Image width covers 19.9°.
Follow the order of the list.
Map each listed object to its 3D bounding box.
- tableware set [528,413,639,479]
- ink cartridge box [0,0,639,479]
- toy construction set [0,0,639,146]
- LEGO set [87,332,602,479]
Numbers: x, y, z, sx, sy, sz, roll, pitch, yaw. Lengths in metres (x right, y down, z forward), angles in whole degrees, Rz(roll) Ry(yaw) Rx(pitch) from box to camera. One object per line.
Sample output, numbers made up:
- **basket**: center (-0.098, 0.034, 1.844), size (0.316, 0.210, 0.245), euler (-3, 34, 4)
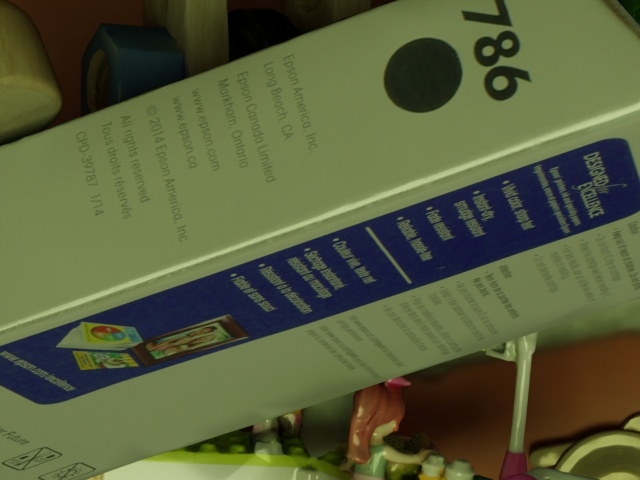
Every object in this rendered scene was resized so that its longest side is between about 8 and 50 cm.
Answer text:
- **tableware set**: center (0.174, 0.123, 0.745), size (0.141, 0.020, 0.168), euler (-21, 107, 9)
- **ink cartridge box**: center (0.000, 0.000, 0.563), size (0.333, 0.165, 0.065), euler (-17, 69, 9)
- **toy construction set**: center (-0.037, -0.160, 0.556), size (0.309, 0.257, 0.237), euler (-14, 69, -5)
- **LEGO set**: center (-0.016, 0.062, 0.695), size (0.287, 0.132, 0.107), euler (9, 99, 27)
